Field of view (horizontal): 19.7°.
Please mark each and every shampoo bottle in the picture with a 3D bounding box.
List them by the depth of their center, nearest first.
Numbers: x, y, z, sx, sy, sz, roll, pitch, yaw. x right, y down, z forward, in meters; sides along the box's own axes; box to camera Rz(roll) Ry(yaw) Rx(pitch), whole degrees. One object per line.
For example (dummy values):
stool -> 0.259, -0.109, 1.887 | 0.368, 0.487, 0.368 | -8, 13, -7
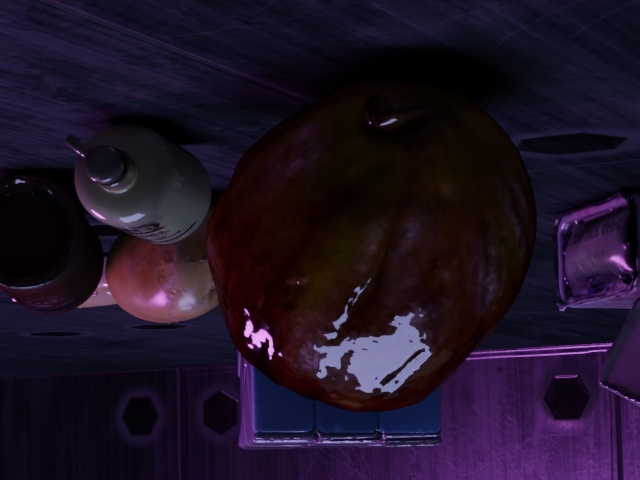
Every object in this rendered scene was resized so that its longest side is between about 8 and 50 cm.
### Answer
shampoo bottle -> -0.138, -0.045, 1.388 | 0.079, 0.079, 0.162 | -3, 172, 12

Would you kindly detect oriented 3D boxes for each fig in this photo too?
fig -> 0.037, -0.001, 1.262 | 0.224, 0.224, 0.263 | 4, 164, -34

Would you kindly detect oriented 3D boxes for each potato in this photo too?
potato -> -0.137, 0.020, 1.745 | 0.118, 0.109, 0.178 | -27, -171, -28

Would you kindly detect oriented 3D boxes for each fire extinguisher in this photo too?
fire extinguisher -> -0.272, 0.006, 1.717 | 0.138, 0.102, 0.344 | 23, 172, 0

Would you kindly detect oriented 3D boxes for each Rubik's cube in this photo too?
Rubik's cube -> 0.013, 0.134, 2.188 | 0.224, 0.231, 0.221 | -2, 172, -6

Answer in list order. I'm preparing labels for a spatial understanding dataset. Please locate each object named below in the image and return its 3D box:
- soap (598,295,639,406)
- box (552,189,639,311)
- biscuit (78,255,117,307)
soap -> 0.449, 0.162, 1.728 | 0.296, 0.107, 0.285 | 31, -170, 33
box -> 0.427, 0.018, 1.844 | 0.369, 0.112, 0.190 | 0, 171, -15
biscuit -> -0.272, 0.046, 2.152 | 0.188, 0.052, 0.056 | -6, 155, 32
